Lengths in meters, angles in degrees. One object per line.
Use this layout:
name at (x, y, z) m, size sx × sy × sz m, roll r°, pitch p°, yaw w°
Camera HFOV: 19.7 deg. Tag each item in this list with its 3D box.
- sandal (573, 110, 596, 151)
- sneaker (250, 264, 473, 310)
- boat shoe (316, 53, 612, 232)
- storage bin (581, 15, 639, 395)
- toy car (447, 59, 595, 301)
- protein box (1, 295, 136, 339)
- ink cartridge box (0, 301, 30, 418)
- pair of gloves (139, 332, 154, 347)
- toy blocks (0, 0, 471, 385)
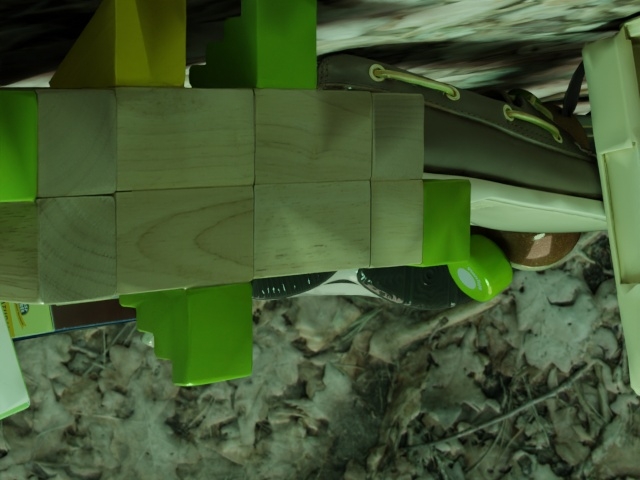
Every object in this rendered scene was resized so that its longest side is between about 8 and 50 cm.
sandal at (0.269, -0.110, 1.730) m, size 0.219 × 0.060 × 0.090 m, roll 6°, pitch 168°, yaw -13°
sneaker at (0.000, -0.001, 2.396) m, size 0.448 × 0.169 × 0.257 m, roll 2°, pitch -179°, yaw -32°
boat shoe at (0.115, -0.059, 1.271) m, size 0.324 × 0.096 × 0.117 m, roll 5°, pitch 171°, yaw -43°
storage bin at (0.331, -0.035, 1.261) m, size 0.260 × 0.262 × 0.123 m, roll -8°, pitch 180°, yaw -22°
toy car at (0.153, -0.071, 1.437) m, size 0.155 × 0.149 × 0.188 m, roll -38°, pitch 161°, yaw -23°
protein box at (-0.305, 0.033, 1.881) m, size 0.200 × 0.136 × 0.201 m, roll -10°, pitch 177°, yaw 26°
ink cartridge box at (-0.433, 0.079, 1.541) m, size 0.353 × 0.207 × 0.119 m, roll -11°, pitch -172°, yaw 34°
pair of gloves at (-0.110, 0.013, 1.934) m, size 0.042 × 0.204 × 0.240 m, roll 32°, pitch -170°, yaw 10°
toy blocks at (-0.133, -0.034, 0.993) m, size 0.261 × 0.190 × 0.381 m, roll 4°, pitch -175°, yaw 39°
